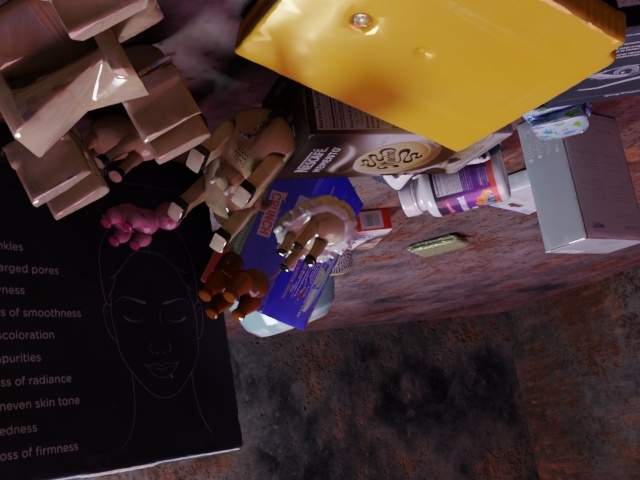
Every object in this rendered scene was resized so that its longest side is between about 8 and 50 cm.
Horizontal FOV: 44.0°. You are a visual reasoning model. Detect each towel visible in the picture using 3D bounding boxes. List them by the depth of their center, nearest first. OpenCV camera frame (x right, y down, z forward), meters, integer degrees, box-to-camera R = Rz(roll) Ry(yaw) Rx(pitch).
[{"bbox_3d":[0.322,0.014,2.166,0.148,0.027,0.110,-16,164,29],"label":"towel"}]

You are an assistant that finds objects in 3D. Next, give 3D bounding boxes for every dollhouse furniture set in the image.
[{"bbox_3d":[-0.350,-0.174,0.730,0.394,0.256,0.362,-30,167,-4],"label":"dollhouse furniture set"}]

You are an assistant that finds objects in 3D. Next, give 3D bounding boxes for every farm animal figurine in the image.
[{"bbox_3d":[-0.138,-0.077,1.036,0.327,0.330,0.172,-31,-165,46],"label":"farm animal figurine"}]

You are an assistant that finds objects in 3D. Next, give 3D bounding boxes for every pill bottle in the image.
[{"bbox_3d":[0.246,-0.105,1.471,0.194,0.108,0.108,-14,165,19],"label":"pill bottle"}]

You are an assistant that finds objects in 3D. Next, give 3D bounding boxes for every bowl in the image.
[{"bbox_3d":[0.000,0.000,1.731,0.170,0.170,0.080,-1,120,-30],"label":"bowl"},{"bbox_3d":[-0.089,0.126,1.895,0.312,0.163,0.311,-20,179,0],"label":"bowl"}]

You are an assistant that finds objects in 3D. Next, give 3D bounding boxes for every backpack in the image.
[{"bbox_3d":[0.362,-0.201,1.211,0.105,0.084,0.114,-13,169,25],"label":"backpack"}]

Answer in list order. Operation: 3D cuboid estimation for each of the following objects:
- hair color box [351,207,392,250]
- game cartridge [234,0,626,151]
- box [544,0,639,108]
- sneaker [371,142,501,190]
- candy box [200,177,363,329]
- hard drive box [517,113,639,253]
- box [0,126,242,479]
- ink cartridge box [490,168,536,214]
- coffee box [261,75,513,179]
[{"bbox_3d":[0.096,-0.022,1.822,0.093,0.053,0.167,-7,167,-13],"label":"hair color box"},{"bbox_3d":[0.111,-0.218,0.841,0.324,0.052,0.285,19,155,-25],"label":"game cartridge"},{"bbox_3d":[0.351,-0.253,0.941,0.153,0.108,0.207,-9,167,0],"label":"box"},{"bbox_3d":[0.164,-0.143,1.298,0.235,0.094,0.153,-8,167,-5],"label":"sneaker"},{"bbox_3d":[-0.051,-0.004,1.324,0.122,0.268,0.317,24,173,13],"label":"candy box"},{"bbox_3d":[0.452,-0.099,1.366,0.181,0.232,0.089,2,162,-37],"label":"hard drive box"},{"bbox_3d":[-0.405,0.117,1.182,0.298,0.471,0.480,-18,164,35],"label":"box"},{"bbox_3d":[0.489,-0.117,1.707,0.224,0.045,0.223,-19,163,38],"label":"ink cartridge box"},{"bbox_3d":[0.087,-0.167,1.092,0.297,0.118,0.168,-4,166,-21],"label":"coffee box"}]
